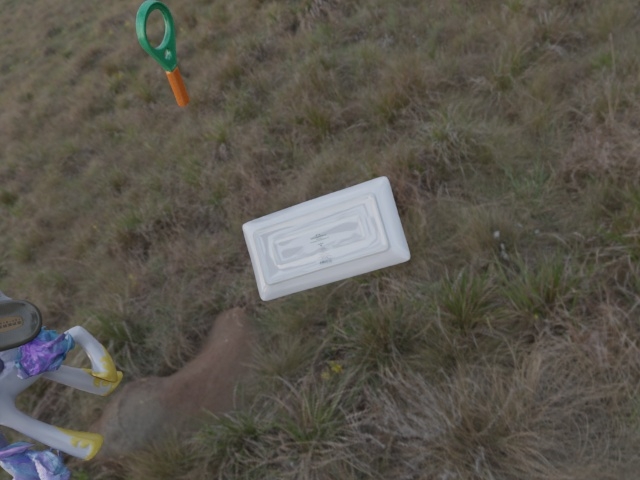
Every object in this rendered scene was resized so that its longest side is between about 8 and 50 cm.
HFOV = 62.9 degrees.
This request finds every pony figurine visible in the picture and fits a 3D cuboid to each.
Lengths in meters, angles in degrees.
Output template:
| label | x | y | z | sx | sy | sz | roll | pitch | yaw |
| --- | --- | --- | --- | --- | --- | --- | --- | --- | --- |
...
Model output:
| label | x | y | z | sx | sy | sz | roll | pitch | yaw |
| --- | --- | --- | --- | --- | --- | --- | --- | --- | --- |
| pony figurine | -0.497 | 0.225 | 0.771 | 0.303 | 0.363 | 0.351 | -9 | 40 | 38 |

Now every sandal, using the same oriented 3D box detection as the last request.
| label | x | y | z | sx | sy | sz | roll | pitch | yaw |
| --- | --- | --- | --- | --- | --- | --- | --- | --- | --- |
| sandal | -0.457 | 0.126 | 0.654 | 0.060 | 0.089 | 0.219 | -16 | -2 | 43 |

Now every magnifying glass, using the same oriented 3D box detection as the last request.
| label | x | y | z | sx | sy | sz | roll | pitch | yaw |
| --- | --- | --- | --- | --- | --- | --- | --- | --- | --- |
| magnifying glass | -0.309 | -0.368 | 1.052 | 0.026 | 0.231 | 0.092 | 15 | 58 | 18 |

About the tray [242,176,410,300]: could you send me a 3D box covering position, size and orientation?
| label | x | y | z | sx | sy | sz | roll | pitch | yaw |
| --- | --- | --- | --- | --- | --- | --- | --- | --- | --- |
| tray | 0.000 | 0.000 | 0.870 | 0.271 | 0.030 | 0.145 | -17 | 84 | 16 |
